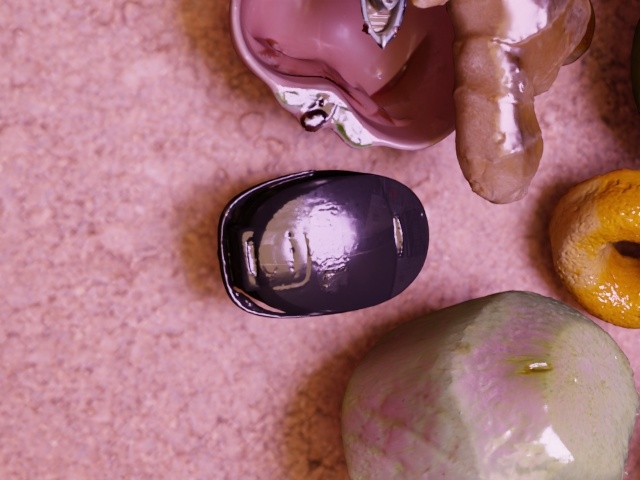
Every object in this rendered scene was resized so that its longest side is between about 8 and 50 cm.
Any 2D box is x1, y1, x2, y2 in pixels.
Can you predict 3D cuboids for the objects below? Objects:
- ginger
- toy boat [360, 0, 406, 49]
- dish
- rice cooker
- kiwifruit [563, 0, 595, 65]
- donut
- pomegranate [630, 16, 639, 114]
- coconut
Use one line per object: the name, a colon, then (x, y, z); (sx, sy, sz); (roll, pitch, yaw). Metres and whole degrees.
ginger: (0.112, -0.196, 0.772); (0.147, 0.081, 0.334); (-28, 101, -11)
toy boat: (0.046, -0.178, 0.773); (0.038, 0.038, 0.083); (2, 92, -17)
dish: (0.025, -0.168, 0.834); (0.213, 0.090, 0.213); (-1, 95, -18)
rice cooker: (0.000, 0.000, 0.839); (0.165, 0.106, 0.112); (-7, 98, -12)
kiwifruit: (0.171, -0.193, 0.885); (0.124, 0.075, 0.075); (33, 86, -14)
donut: (0.263, 0.013, 0.902); (0.151, 0.058, 0.152); (9, 132, 10)
pomegranate: (0.347, -0.150, 0.831); (0.323, 0.291, 0.291); (12, 93, -22)
coconut: (0.122, 0.152, 0.839); (0.204, 0.235, 0.236); (2, 96, -41)
